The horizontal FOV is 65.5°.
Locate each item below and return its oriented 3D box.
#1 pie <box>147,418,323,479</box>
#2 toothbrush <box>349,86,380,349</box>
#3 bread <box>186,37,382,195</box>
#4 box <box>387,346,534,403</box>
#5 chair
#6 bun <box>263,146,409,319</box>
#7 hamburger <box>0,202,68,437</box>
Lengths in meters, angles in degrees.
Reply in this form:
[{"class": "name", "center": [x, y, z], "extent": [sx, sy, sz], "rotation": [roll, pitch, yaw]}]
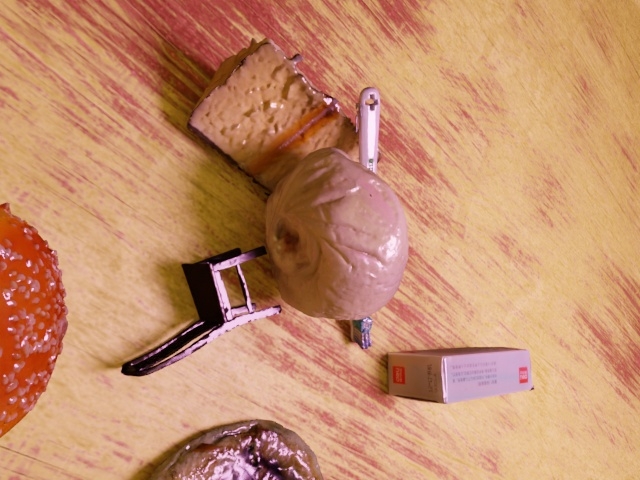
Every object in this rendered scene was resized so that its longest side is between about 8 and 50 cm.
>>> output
[{"class": "pie", "center": [-0.102, 0.391, 0.649], "extent": [0.323, 0.071, 0.322], "rotation": [8, 77, -38]}, {"class": "toothbrush", "center": [0.065, -0.019, 0.766], "extent": [0.042, 0.040, 0.417], "rotation": [-10, 112, -25]}, {"class": "bread", "center": [-0.052, -0.160, 0.744], "extent": [0.178, 0.141, 0.266], "rotation": [-46, 123, 8]}, {"class": "box", "center": [0.262, 0.241, 0.914], "extent": [0.270, 0.135, 0.079], "rotation": [6, 79, -38]}, {"class": "chair", "center": [-0.164, 0.083, 0.639], "extent": [0.213, 0.084, 0.101], "rotation": [-20, 99, -38]}, {"class": "bun", "center": [0.000, 0.000, 0.689], "extent": [0.153, 0.244, 0.243], "rotation": [-11, 90, -31]}, {"class": "hamburger", "center": [-0.318, 0.082, 0.441], "extent": [0.237, 0.148, 0.236], "rotation": [6, 90, -80]}]
